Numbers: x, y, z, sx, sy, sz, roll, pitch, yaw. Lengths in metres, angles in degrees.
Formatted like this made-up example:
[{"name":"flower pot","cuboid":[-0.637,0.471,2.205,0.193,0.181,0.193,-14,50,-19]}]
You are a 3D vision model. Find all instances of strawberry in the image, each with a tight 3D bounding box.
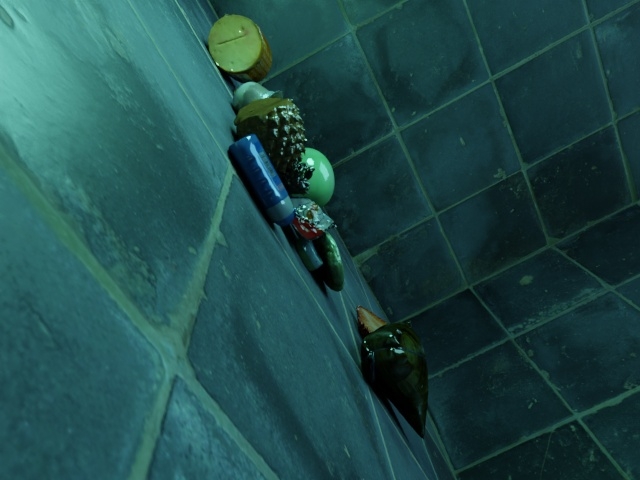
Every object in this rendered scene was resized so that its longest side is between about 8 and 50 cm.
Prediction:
[{"name":"strawberry","cuboid":[0.217,0.388,1.992,0.175,0.107,0.236,23,14,-10]}]

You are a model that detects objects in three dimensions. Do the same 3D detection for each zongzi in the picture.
[{"name":"zongzi","cuboid":[0.275,0.501,1.598,0.403,0.207,0.433,24,50,-72]}]

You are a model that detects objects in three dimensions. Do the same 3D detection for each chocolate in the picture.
[{"name":"chocolate","cuboid":[-0.257,-0.507,1.754,0.147,0.221,0.221,34,4,4]}]

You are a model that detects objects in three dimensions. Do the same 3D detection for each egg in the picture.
[{"name":"egg","cuboid":[-0.050,-0.266,2.018,0.270,0.220,0.220,64,6,7]}]

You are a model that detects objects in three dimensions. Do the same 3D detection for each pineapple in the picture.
[{"name":"pineapple","cuboid":[-0.131,-0.274,1.532,0.223,0.222,0.358,-109,179,-57]}]

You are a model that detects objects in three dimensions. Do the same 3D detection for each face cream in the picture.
[{"name":"face cream","cuboid":[-0.151,-0.158,1.287,0.264,0.083,0.149,61,7,-12]}]

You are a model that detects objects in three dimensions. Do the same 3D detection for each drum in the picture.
[{"name":"drum","cuboid":[-0.056,-0.004,1.590,0.130,0.049,0.253,56,9,-46]}]

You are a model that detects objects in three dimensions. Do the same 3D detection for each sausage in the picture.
[{"name":"sausage","cuboid":[-0.335,-0.804,2.006,0.233,0.233,0.287,61,7,-8]}]

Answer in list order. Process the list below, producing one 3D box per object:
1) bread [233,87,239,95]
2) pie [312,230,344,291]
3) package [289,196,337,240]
[{"name":"bread","cuboid":[-0.309,-0.579,2.003,0.147,0.127,0.152,-111,-156,-64]},{"name":"pie","cuboid":[0.022,0.067,1.627,0.240,0.054,0.241,161,-90,-74]},{"name":"package","cuboid":[-0.052,-0.080,1.547,0.194,0.071,0.269,36,26,13]}]
